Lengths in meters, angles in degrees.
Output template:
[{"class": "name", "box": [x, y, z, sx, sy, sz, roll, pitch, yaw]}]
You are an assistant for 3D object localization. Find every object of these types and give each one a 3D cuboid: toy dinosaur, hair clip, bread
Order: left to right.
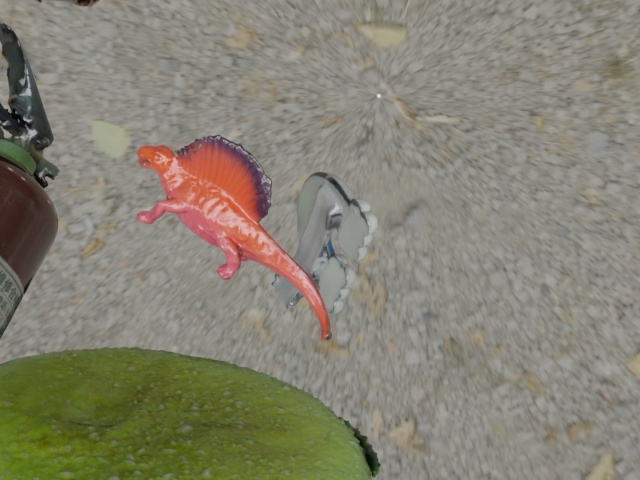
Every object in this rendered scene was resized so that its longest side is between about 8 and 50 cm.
[{"class": "bread", "box": [-0.106, 0.137, 0.924, 0.301, 0.301, 0.045, 8, 111, 1]}, {"class": "toy dinosaur", "box": [-0.074, -0.027, 1.506, 0.286, 0.070, 0.139, 36, 124, 7]}, {"class": "hair clip", "box": [0.000, 0.000, 1.705, 0.054, 0.220, 0.140, -8, 53, -26]}]

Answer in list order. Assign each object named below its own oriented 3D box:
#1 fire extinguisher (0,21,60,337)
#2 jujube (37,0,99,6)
[{"class": "fire extinguisher", "box": [-0.172, 0.013, 0.615, 0.071, 0.099, 0.231, 5, 59, 33]}, {"class": "jujube", "box": [-0.219, -0.312, 1.082, 0.258, 0.376, 0.258, -3, 78, 15]}]
